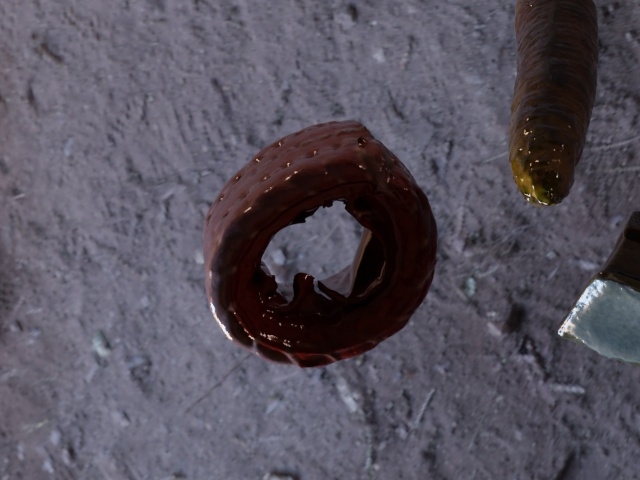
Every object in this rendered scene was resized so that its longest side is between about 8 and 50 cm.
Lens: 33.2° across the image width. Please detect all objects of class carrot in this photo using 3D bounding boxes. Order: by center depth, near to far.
[{"bbox_3d":[0.163,-0.113,0.755,0.066,0.314,0.066,7,124,10],"label":"carrot"}]

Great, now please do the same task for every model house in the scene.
[{"bbox_3d":[0.340,0.041,1.053,0.165,0.152,0.106,22,142,24],"label":"model house"}]

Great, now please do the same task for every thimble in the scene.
[{"bbox_3d":[-0.002,0.006,0.853,0.189,0.125,0.163,-39,108,8],"label":"thimble"}]
